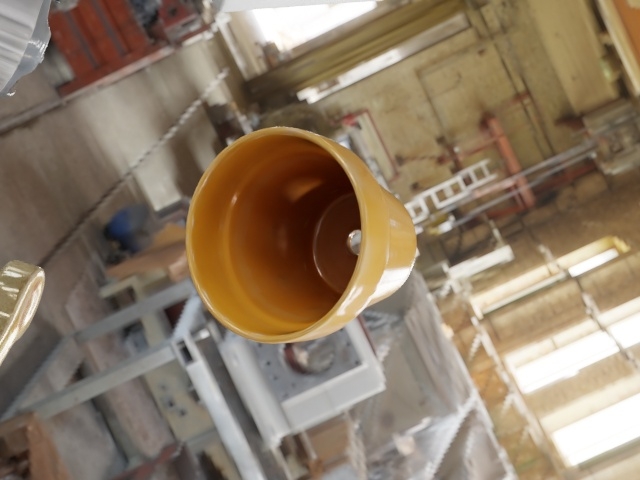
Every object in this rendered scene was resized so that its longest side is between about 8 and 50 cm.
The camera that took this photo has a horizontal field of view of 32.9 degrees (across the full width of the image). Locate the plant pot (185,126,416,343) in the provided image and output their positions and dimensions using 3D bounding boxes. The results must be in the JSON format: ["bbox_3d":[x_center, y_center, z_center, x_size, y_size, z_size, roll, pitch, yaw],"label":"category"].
[{"bbox_3d":[0.000,0.000,1.101,0.188,0.205,0.205,7,55,-59],"label":"plant pot"}]

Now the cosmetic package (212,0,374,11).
[{"bbox_3d":[-0.023,-0.319,0.991,0.151,0.184,0.151,61,-35,28],"label":"cosmetic package"}]

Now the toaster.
[{"bbox_3d":[-0.300,-0.208,0.910,0.227,0.146,0.129,-8,-114,65],"label":"toaster"}]

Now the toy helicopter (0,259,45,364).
[{"bbox_3d":[-0.353,0.171,1.039,0.235,0.140,0.355,105,5,-50],"label":"toy helicopter"}]
